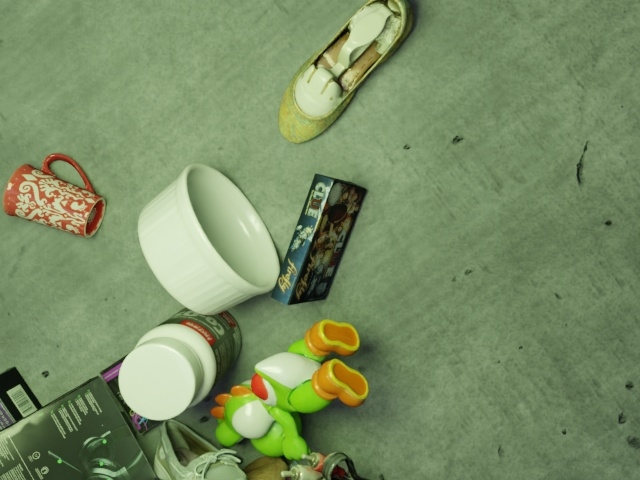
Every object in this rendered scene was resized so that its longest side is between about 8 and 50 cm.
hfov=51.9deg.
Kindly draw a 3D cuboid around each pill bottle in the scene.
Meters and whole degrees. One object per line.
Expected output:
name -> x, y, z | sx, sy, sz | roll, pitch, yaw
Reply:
pill bottle -> -0.260, 0.224, 1.251 | 0.161, 0.283, 0.161 | 1, 96, 7

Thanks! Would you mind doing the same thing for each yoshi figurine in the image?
yoshi figurine -> -0.050, 0.313, 1.279 | 0.362, 0.204, 0.203 | -39, 84, 31

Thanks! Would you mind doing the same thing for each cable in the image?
cable -> 0.049, 0.462, 1.282 | 0.139, 0.287, 0.072 | -55, 45, 13

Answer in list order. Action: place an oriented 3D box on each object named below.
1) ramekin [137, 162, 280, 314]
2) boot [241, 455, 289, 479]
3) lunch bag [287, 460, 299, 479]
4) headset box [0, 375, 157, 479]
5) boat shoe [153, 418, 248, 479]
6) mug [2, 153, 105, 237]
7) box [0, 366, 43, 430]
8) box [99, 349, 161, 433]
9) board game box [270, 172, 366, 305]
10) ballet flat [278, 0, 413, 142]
ramekin -> -0.211, 0.005, 1.233 | 0.135, 0.277, 0.277 | -31, 92, 16
boot -> -0.180, 0.539, 1.371 | 0.305, 0.115, 0.112 | -32, 102, 30
lunch bag -> -0.052, 0.519, 1.375 | 0.071, 0.053, 0.083 | -43, 93, 15
headset box -> -0.505, 0.441, 1.318 | 0.283, 0.131, 0.246 | -31, 91, -32
boat shoe -> -0.240, 0.435, 1.286 | 0.118, 0.320, 0.103 | -1, 91, -33
mug -> -0.532, -0.091, 1.340 | 0.169, 0.113, 0.150 | 21, 100, 1
box -> -0.721, 0.397, 1.415 | 0.207, 0.108, 0.153 | -34, 92, 9
box -> -0.380, 0.317, 1.405 | 0.116, 0.029, 0.162 | -33, 90, 10
board game box -> 0.000, 0.000, 1.254 | 0.042, 0.165, 0.243 | 24, 99, 23
ballet flat -> 0.038, -0.329, 1.241 | 0.123, 0.123, 0.348 | 45, 100, 1
